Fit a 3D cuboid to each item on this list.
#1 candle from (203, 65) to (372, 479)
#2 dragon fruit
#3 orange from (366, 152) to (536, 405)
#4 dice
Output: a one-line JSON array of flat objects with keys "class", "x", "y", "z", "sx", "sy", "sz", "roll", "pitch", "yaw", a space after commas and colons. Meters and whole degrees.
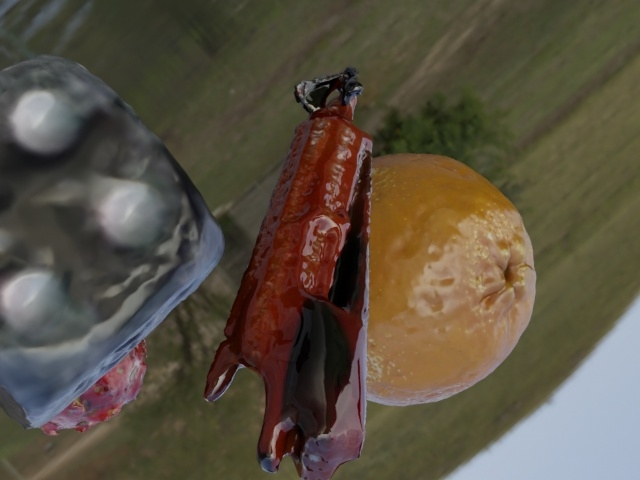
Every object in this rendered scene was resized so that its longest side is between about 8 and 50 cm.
[{"class": "candle", "x": 0.000, "y": 0.000, "z": 0.682, "sx": 0.059, "sy": 0.084, "sz": 0.302, "roll": 115, "pitch": -10, "yaw": -48}, {"class": "dragon fruit", "x": -0.240, "y": 0.110, "z": 1.076, "sx": 0.153, "sy": 0.153, "sz": 0.111, "roll": -42, "pitch": -177, "yaw": 5}, {"class": "orange", "x": 0.128, "y": 0.050, "z": 1.580, "sx": 0.293, "sy": 0.341, "sz": 0.340, "roll": -4, "pitch": -151, "yaw": 43}, {"class": "dice", "x": -0.184, "y": 0.003, "z": 0.783, "sx": 0.183, "sy": 0.182, "sz": 0.181, "roll": -43, "pitch": -178, "yaw": -20}]
